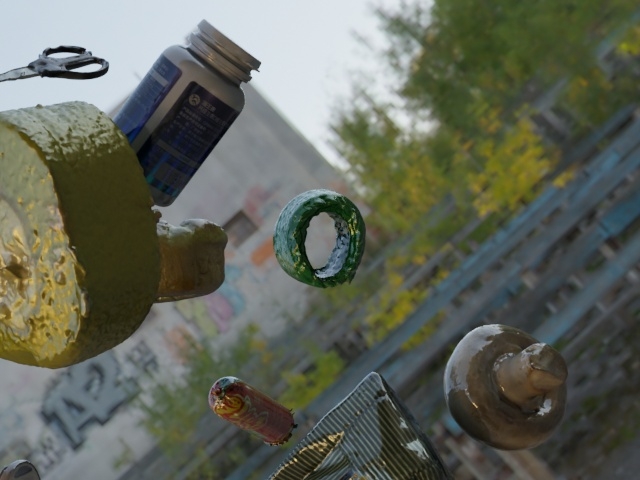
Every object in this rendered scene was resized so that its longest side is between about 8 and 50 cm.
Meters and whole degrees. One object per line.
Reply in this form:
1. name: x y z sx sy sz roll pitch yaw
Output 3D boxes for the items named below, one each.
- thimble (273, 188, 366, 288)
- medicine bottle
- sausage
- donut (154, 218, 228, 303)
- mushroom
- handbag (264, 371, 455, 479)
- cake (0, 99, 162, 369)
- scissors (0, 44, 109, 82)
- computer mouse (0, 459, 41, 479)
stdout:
1. thimble: 0.000 0.000 1.708 0.118 0.130 0.090 -24 11 -15
2. medicine bottle: -0.151 -0.139 1.385 0.191 0.107 0.107 -52 -8 5
3. sausage: -0.122 0.277 2.118 0.083 0.083 0.264 -43 -28 1
4. donut: -0.263 0.038 2.167 0.208 0.128 0.261 -4 -6 -18
5. mushroom: 0.296 0.217 1.965 0.204 0.204 0.204 -42 -7 -7
6. handbag: 0.076 0.376 1.910 0.240 0.247 0.340 -35 -26 -3
7. cake: -0.267 -0.006 1.278 0.179 0.260 0.156 -17 3 42
8. scissors: -0.462 -0.268 2.033 0.300 0.109 0.022 -22 -45 -51
9. computer mouse: -0.348 0.301 1.472 0.039 0.096 0.066 -12 1 23
